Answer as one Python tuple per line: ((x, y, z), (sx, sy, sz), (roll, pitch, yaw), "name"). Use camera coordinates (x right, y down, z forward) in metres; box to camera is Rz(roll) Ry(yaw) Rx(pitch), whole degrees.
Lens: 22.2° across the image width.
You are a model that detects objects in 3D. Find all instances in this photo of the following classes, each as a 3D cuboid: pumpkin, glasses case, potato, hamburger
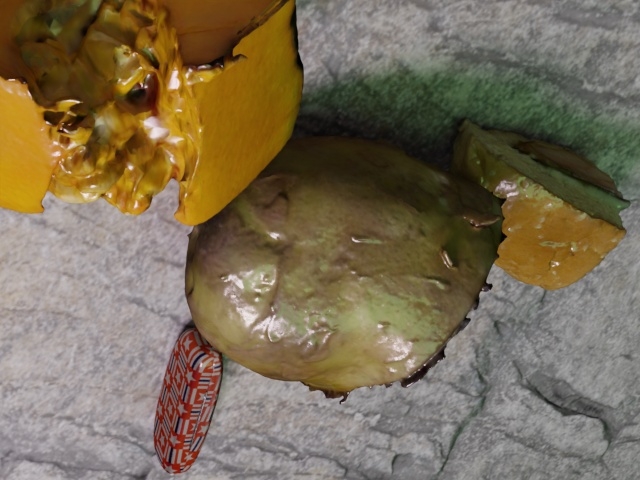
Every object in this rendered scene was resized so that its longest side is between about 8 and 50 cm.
((-0.167, -0.153, 1.380), (0.303, 0.256, 0.225), (7, 137, 2), "pumpkin")
((-0.146, 0.177, 1.829), (0.049, 0.073, 0.194), (-3, 132, -26), "glasses case")
((0.000, 0.000, 1.632), (0.237, 0.288, 0.301), (42, 146, -25), "potato")
((0.218, -0.033, 1.777), (0.208, 0.135, 0.155), (23, 115, -38), "hamburger")
